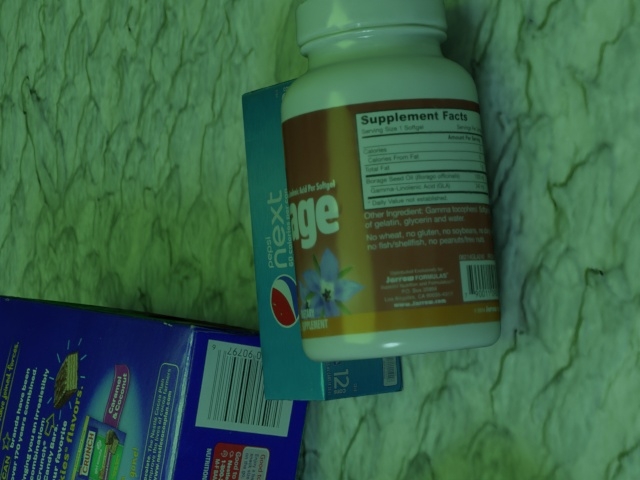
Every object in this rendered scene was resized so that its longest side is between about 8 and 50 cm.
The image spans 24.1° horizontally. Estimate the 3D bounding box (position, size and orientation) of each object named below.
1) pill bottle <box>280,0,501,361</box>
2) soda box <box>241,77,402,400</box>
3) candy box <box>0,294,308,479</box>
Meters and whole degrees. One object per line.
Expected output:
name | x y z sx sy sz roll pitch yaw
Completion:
pill bottle | 0.039 -0.038 0.904 0.121 0.121 0.216 -11 83 53
soda box | 0.000 0.000 1.002 0.071 0.067 0.210 -7 86 53
candy box | -0.158 0.186 1.144 0.317 0.122 0.268 5 84 51
